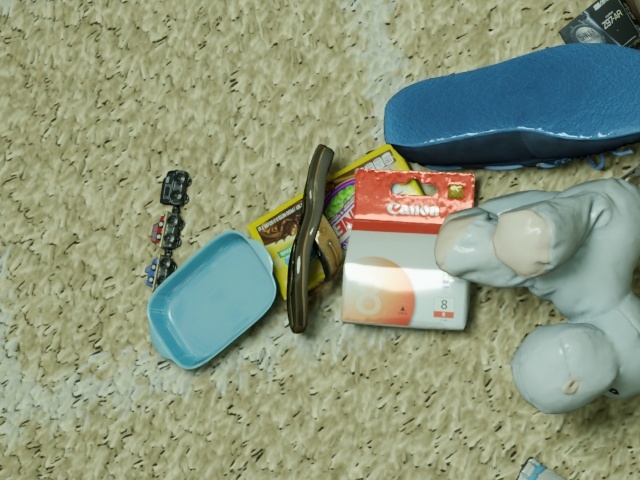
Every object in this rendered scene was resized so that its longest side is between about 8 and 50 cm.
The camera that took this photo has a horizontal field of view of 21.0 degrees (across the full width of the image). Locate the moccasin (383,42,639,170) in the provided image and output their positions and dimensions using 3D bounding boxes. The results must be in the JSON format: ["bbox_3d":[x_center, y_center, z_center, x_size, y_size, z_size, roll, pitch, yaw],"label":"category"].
[{"bbox_3d":[0.244,-0.146,1.937,0.342,0.117,0.137,0,68,22],"label":"moccasin"}]

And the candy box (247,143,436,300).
[{"bbox_3d":[0.024,-0.023,2.027,0.206,0.027,0.105,-31,77,11],"label":"candy box"}]

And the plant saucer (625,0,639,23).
[{"bbox_3d":[0.420,-0.294,1.947,0.168,0.029,0.168,-3,79,18],"label":"plant saucer"}]

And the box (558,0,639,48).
[{"bbox_3d":[0.320,-0.234,1.958,0.083,0.018,0.067,-38,71,33],"label":"box"}]

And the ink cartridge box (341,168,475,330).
[{"bbox_3d":[0.102,0.010,1.969,0.145,0.045,0.179,3,94,12],"label":"ink cartridge box"}]

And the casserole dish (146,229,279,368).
[{"bbox_3d":[-0.123,0.070,2.040,0.188,0.037,0.114,-41,71,19],"label":"casserole dish"}]

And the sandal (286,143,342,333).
[{"bbox_3d":[0.000,0.000,1.985,0.060,0.090,0.219,11,80,-4],"label":"sandal"}]

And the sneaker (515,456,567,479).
[{"bbox_3d":[0.225,0.337,1.879,0.083,0.071,0.190,23,84,11],"label":"sneaker"}]

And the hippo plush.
[{"bbox_3d":[0.268,0.062,1.872,0.234,0.294,0.236,-6,100,59],"label":"hippo plush"}]

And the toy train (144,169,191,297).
[{"bbox_3d":[-0.188,-0.009,2.092,0.036,0.027,0.158,6,82,22],"label":"toy train"}]
